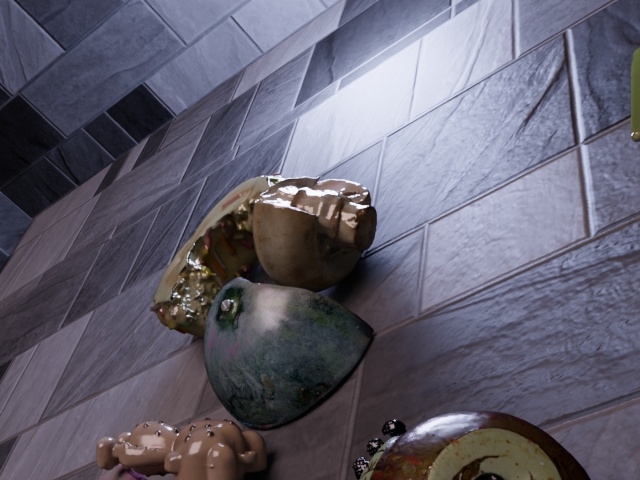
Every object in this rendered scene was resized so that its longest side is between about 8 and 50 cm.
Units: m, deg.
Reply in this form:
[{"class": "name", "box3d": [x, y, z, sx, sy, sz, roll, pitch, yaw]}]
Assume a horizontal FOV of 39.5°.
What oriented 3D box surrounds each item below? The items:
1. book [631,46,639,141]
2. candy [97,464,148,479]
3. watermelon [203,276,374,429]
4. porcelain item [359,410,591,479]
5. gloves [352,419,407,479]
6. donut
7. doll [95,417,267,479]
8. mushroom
[{"class": "book", "box3d": [0.538, -0.257, 1.225, 0.239, 0.035, 0.352, -28, 17, 30]}, {"class": "candy", "box3d": [-0.288, 0.456, 1.346, 0.155, 0.116, 0.265, -52, 24, -11]}, {"class": "watermelon", "box3d": [-0.102, 0.175, 1.427, 0.321, 0.175, 0.188, -20, 33, 43]}, {"class": "porcelain item", "box3d": [0.145, 0.299, 0.868, 0.253, 0.253, 0.253, -34, 26, 20]}, {"class": "gloves", "box3d": [0.100, 0.289, 1.065, 0.129, 0.106, 0.181, -61, 1, -34]}, {"class": "donut", "box3d": [-0.174, 0.031, 1.764, 0.371, 0.150, 0.307, -50, 19, -4]}, {"class": "doll", "box3d": [-0.211, 0.326, 1.354, 0.278, 0.154, 0.119, -4, 88, 39]}, {"class": "mushroom", "box3d": [0.000, 0.000, 1.542, 0.195, 0.189, 0.253, 15, 26, 30]}]
